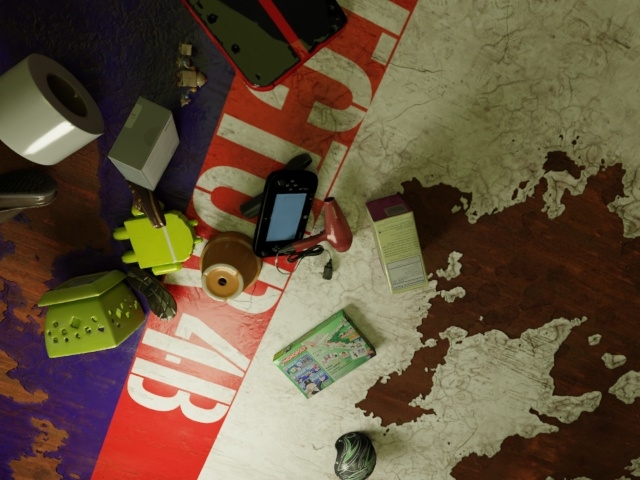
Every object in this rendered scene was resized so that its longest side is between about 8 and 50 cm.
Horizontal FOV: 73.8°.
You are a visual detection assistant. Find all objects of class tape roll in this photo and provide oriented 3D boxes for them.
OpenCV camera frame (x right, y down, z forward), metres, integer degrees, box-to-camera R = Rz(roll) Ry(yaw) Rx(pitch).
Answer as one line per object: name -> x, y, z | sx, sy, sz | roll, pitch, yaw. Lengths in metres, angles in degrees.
tape roll -> -0.749, -0.352, 1.161 | 0.169, 0.246, 0.246 | -29, 108, 8

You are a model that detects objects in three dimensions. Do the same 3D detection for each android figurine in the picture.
android figurine -> -0.523, -0.006, 1.388 | 0.273, 0.056, 0.248 | -12, 109, 3

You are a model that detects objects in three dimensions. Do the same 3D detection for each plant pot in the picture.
plant pot -> -0.740, 0.222, 1.379 | 0.228, 0.227, 0.207 | -11, 102, 3
plant pot -> -0.295, 0.095, 1.360 | 0.205, 0.188, 0.205 | -1, 109, -2

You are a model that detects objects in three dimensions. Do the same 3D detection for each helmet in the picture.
helmet -> 0.133, 0.846, 1.649 | 0.169, 0.161, 0.169 | -1, 109, -1

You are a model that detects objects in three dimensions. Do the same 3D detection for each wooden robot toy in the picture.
wooden robot toy -> -0.372, -0.478, 1.236 | 0.079, 0.076, 0.173 | -12, 114, -35

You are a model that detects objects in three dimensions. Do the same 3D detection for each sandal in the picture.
sandal -> -0.567, 0.175, 1.454 | 0.219, 0.060, 0.090 | 44, 97, 0

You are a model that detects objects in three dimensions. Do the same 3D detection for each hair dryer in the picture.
hair dryer -> 0.000, 0.000, 1.366 | 0.224, 0.080, 0.293 | 13, 107, -31

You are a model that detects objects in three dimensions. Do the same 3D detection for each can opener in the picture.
can opener -> -0.133, -0.165, 1.347 | 0.280, 0.074, 0.093 | -33, 73, 7

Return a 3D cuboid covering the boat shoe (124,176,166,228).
boat shoe -> -0.537, -0.121, 1.306 | 0.073, 0.073, 0.207 | -25, 73, -6

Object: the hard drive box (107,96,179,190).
hard drive box -> -0.478, -0.257, 1.181 | 0.089, 0.232, 0.181 | 25, 78, -10

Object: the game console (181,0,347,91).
game console -> -0.164, -0.656, 1.180 | 0.342, 0.060, 0.386 | -38, 107, 5

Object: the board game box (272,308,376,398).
board game box -> 0.015, 0.420, 1.559 | 0.317, 0.046, 0.213 | -35, 106, 10

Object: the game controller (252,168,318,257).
game controller -> -0.111, -0.077, 1.316 | 0.166, 0.067, 0.319 | 1, 128, -23

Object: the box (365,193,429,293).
box -> 0.234, 0.005, 1.331 | 0.117, 0.213, 0.243 | -15, 109, 4

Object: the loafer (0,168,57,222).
loafer -> -0.966, -0.129, 1.309 | 0.366, 0.134, 0.130 | -2, 133, 9
